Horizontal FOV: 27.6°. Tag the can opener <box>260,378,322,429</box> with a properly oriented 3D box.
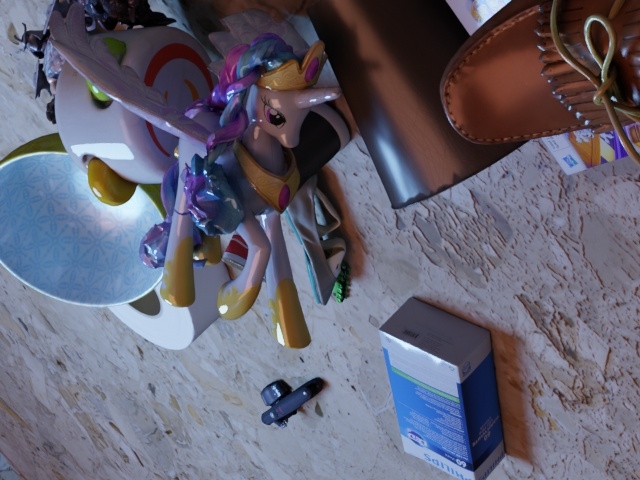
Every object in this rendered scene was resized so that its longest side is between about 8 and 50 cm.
[{"bbox_3d":[-0.052,0.266,2.140,0.073,0.059,0.186,49,150,-4],"label":"can opener"}]

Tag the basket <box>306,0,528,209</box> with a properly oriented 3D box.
[{"bbox_3d":[0.097,-0.175,1.333,0.204,0.154,0.227,-28,100,32],"label":"basket"}]

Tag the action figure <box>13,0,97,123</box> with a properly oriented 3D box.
[{"bbox_3d":[-0.313,-0.236,1.814,0.285,0.099,0.185,26,127,16],"label":"action figure"}]

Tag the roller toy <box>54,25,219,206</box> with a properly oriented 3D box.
[{"bbox_3d":[-0.228,-0.164,1.617,0.146,0.191,0.209,0,114,33],"label":"roller toy"}]

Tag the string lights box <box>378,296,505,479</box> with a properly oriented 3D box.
[{"bbox_3d":[0.169,0.212,1.780,0.133,0.077,0.259,24,143,34],"label":"string lights box"}]

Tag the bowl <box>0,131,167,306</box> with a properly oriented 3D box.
[{"bbox_3d":[-0.335,-0.058,1.898,0.289,0.156,0.289,7,131,8],"label":"bowl"}]

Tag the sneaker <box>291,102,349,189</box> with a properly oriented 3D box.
[{"bbox_3d":[-0.103,-0.101,1.675,0.296,0.147,0.104,-2,126,53],"label":"sneaker"}]

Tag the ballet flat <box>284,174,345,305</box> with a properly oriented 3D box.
[{"bbox_3d":[0.000,0.000,1.750,0.072,0.068,0.213,-100,-8,-55],"label":"ballet flat"}]

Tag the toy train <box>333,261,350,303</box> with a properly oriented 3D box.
[{"bbox_3d":[0.027,0.058,1.833,0.024,0.017,0.083,43,152,26],"label":"toy train"}]

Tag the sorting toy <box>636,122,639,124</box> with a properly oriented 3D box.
[{"bbox_3d":[0.350,-0.170,1.025,0.193,0.038,0.208,13,122,16],"label":"sorting toy"}]

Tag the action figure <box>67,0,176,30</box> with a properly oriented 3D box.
[{"bbox_3d":[-0.260,-0.346,1.597,0.164,0.141,0.275,21,169,23],"label":"action figure"}]

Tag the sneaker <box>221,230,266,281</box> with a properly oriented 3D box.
[{"bbox_3d":[-0.089,0.021,1.920,0.042,0.067,0.118,4,160,46],"label":"sneaker"}]

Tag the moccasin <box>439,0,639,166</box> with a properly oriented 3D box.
[{"bbox_3d":[0.261,-0.143,0.968,0.380,0.147,0.139,-8,118,29],"label":"moccasin"}]

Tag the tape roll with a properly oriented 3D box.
[{"bbox_3d":[-0.280,0.040,2.116,0.286,0.100,0.286,32,148,23],"label":"tape roll"}]

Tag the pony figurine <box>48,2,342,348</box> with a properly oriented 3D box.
[{"bbox_3d":[-0.108,-0.104,1.419,0.351,0.303,0.363,40,132,40],"label":"pony figurine"}]

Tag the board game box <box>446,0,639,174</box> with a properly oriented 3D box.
[{"bbox_3d":[0.224,-0.240,1.165,0.347,0.078,0.233,53,149,-12],"label":"board game box"}]
